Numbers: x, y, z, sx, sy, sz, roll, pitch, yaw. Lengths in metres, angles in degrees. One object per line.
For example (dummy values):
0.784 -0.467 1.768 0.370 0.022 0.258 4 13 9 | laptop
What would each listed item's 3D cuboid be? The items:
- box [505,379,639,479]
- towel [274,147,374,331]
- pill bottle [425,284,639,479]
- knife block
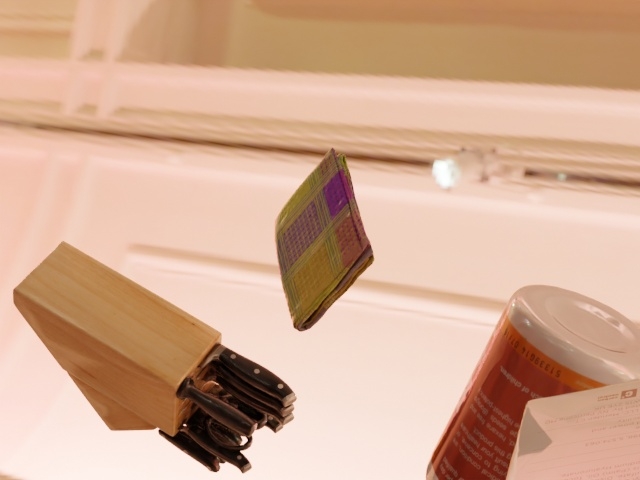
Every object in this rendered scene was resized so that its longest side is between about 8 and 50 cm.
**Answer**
0.199 0.245 0.916 0.168 0.345 0.215 -13 -71 20 | box
0.000 0.000 0.798 0.060 0.009 0.083 -50 -147 26 | towel
0.149 0.150 1.197 0.121 0.121 0.216 41 -64 36 | pill bottle
-0.162 0.121 1.728 0.242 0.088 0.275 -11 -60 47 | knife block
